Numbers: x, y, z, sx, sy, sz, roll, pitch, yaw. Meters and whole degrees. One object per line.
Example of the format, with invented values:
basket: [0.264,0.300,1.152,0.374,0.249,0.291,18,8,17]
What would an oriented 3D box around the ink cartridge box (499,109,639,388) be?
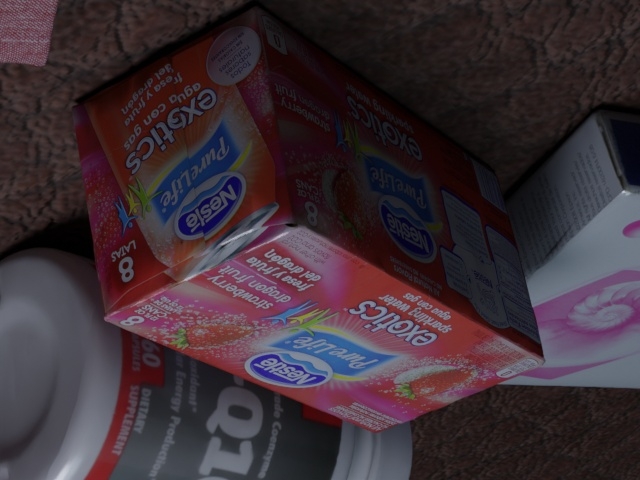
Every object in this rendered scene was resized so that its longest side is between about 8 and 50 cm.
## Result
ink cartridge box: [0.230,0.042,1.160,0.324,0.071,0.330,4,147,-28]

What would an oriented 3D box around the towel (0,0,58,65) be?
towel: [-0.194,-0.177,0.625,0.237,0.037,0.329,1,148,-18]

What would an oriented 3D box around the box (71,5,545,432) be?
box: [0.000,0.000,0.926,0.122,0.128,0.257,-26,150,25]

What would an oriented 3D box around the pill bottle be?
pill bottle: [-0.082,0.112,1.068,0.161,0.161,0.283,-31,147,33]
